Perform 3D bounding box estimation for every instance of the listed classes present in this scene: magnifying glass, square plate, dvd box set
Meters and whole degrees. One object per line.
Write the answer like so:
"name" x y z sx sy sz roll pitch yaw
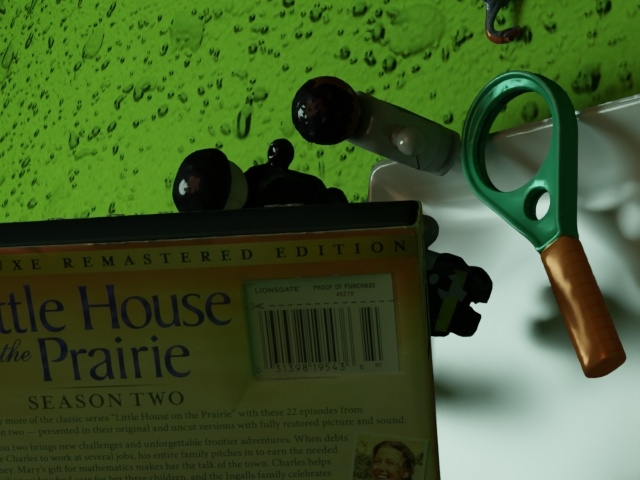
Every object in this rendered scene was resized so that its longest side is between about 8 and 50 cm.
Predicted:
"magnifying glass" 0.148 -0.016 0.871 0.092 0.026 0.231 -43 49 36
"square plate" 0.149 0.088 0.898 0.344 0.049 0.347 -11 71 49
"dvd box set" -0.072 0.188 0.856 0.062 0.307 0.421 -70 -25 -71

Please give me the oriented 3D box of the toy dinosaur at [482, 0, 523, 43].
"toy dinosaur" 0.140 -0.193 1.018 0.090 0.047 0.082 -96 17 -78

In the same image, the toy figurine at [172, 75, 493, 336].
"toy figurine" 0.000 0.000 0.954 0.209 0.148 0.213 -32 54 43
